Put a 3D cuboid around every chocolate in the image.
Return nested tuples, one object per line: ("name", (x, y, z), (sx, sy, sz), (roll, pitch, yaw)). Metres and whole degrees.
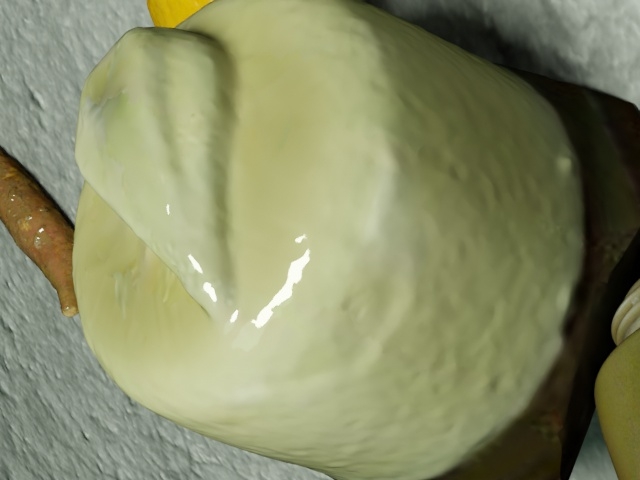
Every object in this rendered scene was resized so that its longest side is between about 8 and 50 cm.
("chocolate", (0.000, 0.000, 0.700), (0.326, 0.297, 0.314), (22, 92, 37))

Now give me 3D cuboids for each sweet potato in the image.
("sweet potato", (-0.346, -0.039, 1.293), (0.314, 0.066, 0.072), (50, 129, 22))

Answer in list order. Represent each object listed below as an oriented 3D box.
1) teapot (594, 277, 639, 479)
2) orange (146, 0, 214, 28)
("teapot", (0.248, 0.079, 0.652), (0.268, 0.185, 0.175), (104, 162, -54))
("orange", (-0.056, -0.207, 0.831), (0.177, 0.155, 0.178), (171, 90, -83))
